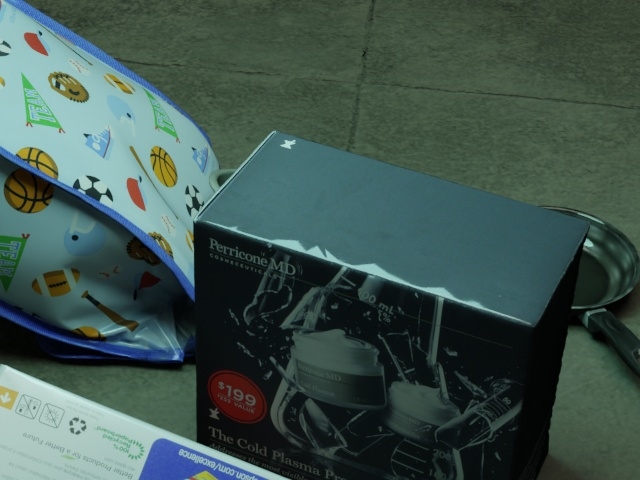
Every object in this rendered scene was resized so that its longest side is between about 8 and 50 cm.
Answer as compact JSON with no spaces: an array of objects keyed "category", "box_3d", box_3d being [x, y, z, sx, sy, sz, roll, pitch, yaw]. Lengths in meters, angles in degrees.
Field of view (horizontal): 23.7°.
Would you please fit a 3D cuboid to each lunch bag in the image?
[{"category":"lunch bag","box_3d":[-0.283,-0.053,1.745,0.385,0.239,0.328,28,32,-23]}]

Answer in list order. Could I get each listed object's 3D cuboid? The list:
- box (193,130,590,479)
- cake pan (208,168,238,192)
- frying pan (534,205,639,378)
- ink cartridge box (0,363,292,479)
[{"category":"box","box_3d":[0.061,0.102,1.517,0.343,0.312,0.179,17,39,18]},{"category":"cake pan","box_3d":[0.000,0.000,1.766,0.293,0.054,0.293,21,14,-5]},{"category":"frying pan","box_3d":[0.329,0.059,1.809,0.197,0.053,0.326,-26,48,-33]},{"category":"ink cartridge box","box_3d":[-0.198,0.304,1.321,0.304,0.072,0.307,23,69,-7]}]
